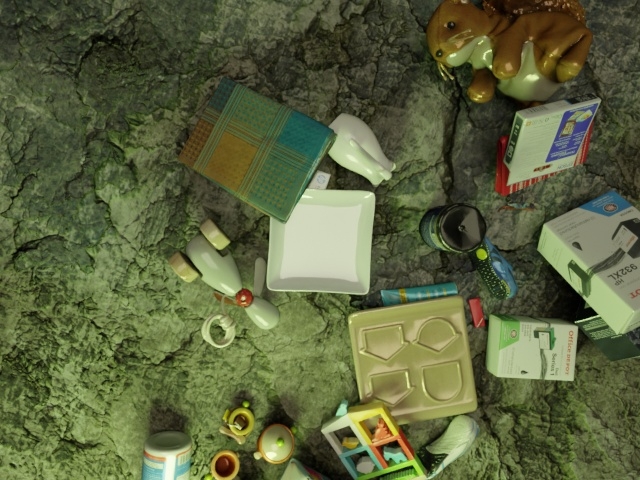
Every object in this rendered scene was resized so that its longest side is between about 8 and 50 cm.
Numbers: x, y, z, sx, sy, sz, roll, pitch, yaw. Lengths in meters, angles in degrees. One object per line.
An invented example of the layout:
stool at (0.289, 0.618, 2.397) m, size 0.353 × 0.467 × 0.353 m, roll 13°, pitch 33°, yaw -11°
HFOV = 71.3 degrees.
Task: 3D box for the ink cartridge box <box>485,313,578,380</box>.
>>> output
ink cartridge box at (0.588, 0.297, 1.247) m, size 0.219 × 0.092 × 0.160 m, roll 3°, pitch 92°, yaw -3°

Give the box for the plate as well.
plate at (0.000, 0.000, 1.197) m, size 0.277 × 0.045 × 0.278 m, roll 3°, pitch 95°, yaw -5°

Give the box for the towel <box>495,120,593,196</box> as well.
towel at (0.604, -0.245, 1.210) m, size 0.274 × 0.031 × 0.199 m, roll -22°, pitch 134°, yaw -2°

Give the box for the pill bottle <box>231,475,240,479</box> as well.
pill bottle at (-0.224, 0.757, 1.203) m, size 0.117 × 0.117 × 0.215 m, roll -18°, pitch 93°, yaw -3°

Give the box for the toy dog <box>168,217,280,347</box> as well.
toy dog at (-0.251, 0.094, 1.189) m, size 0.220 × 0.161 × 0.334 m, roll -21°, pitch 107°, yaw -5°

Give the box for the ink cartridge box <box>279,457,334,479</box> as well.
ink cartridge box at (0.034, 0.795, 1.156) m, size 0.395 × 0.151 × 0.270 m, roll 36°, pitch 76°, yaw -14°

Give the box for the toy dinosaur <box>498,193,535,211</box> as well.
toy dinosaur at (0.567, -0.101, 1.273) m, size 0.082 × 0.047 × 0.090 m, roll 33°, pitch 123°, yaw -12°

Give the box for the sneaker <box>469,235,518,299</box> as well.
sneaker at (0.488, 0.063, 1.258) m, size 0.082 × 0.069 × 0.209 m, roll -23°, pitch 83°, yaw -35°

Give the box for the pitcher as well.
pitcher at (0.104, -0.234, 1.163) m, size 0.207 × 0.178 × 0.125 m, roll 43°, pitch 96°, yaw -4°

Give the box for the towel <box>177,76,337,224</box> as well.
towel at (-0.171, -0.242, 1.164) m, size 0.370 × 0.040 × 0.272 m, roll 30°, pitch 89°, yaw 17°

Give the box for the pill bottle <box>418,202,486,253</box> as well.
pill bottle at (0.330, -0.032, 1.160) m, size 0.122 × 0.219 × 0.123 m, roll 0°, pitch 92°, yaw -4°

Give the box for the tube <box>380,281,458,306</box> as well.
tube at (0.278, 0.160, 1.253) m, size 0.207 × 0.052 × 0.080 m, roll -11°, pitch 85°, yaw 3°

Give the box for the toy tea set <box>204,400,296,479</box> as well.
toy tea set at (-0.195, 0.592, 1.133) m, size 0.200 × 0.124 × 0.336 m, roll 27°, pitch 58°, yaw -9°

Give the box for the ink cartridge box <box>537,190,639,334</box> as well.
ink cartridge box at (0.762, 0.049, 1.150) m, size 0.223 × 0.129 × 0.307 m, roll -25°, pitch 51°, yaw -3°

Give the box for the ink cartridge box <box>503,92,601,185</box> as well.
ink cartridge box at (0.577, -0.254, 1.137) m, size 0.206 × 0.045 × 0.208 m, roll -15°, pitch 137°, yaw -8°

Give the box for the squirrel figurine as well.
squirrel figurine at (0.476, -0.542, 1.167) m, size 0.370 × 0.281 × 0.397 m, roll 26°, pitch 76°, yaw 7°

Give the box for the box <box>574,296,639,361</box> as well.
box at (0.800, 0.215, 1.222) m, size 0.158 × 0.093 × 0.156 m, roll 46°, pitch 51°, yaw -4°

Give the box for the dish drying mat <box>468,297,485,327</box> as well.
dish drying mat at (0.449, 0.207, 1.279) m, size 0.032 × 0.008 × 0.083 m, roll -14°, pitch 92°, yaw -2°

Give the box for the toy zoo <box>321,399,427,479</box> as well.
toy zoo at (0.135, 0.554, 1.211) m, size 0.192 × 0.030 × 0.293 m, roll -28°, pitch 101°, yaw 19°

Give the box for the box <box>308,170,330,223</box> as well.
box at (-0.083, -0.142, 1.225) m, size 0.186 × 0.038 × 0.145 m, roll 19°, pitch 91°, yaw -5°

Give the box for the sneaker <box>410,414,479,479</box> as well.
sneaker at (0.353, 0.591, 1.252) m, size 0.237 × 0.085 × 0.086 m, roll -46°, pitch 119°, yaw 6°

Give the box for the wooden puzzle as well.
wooden puzzle at (0.253, 0.334, 1.242) m, size 0.321 × 0.080 × 0.348 m, roll -9°, pitch 97°, yaw -2°

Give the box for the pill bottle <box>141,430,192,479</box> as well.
pill bottle at (-0.412, 0.638, 1.186) m, size 0.124 × 0.124 × 0.222 m, roll 6°, pitch 91°, yaw -3°
